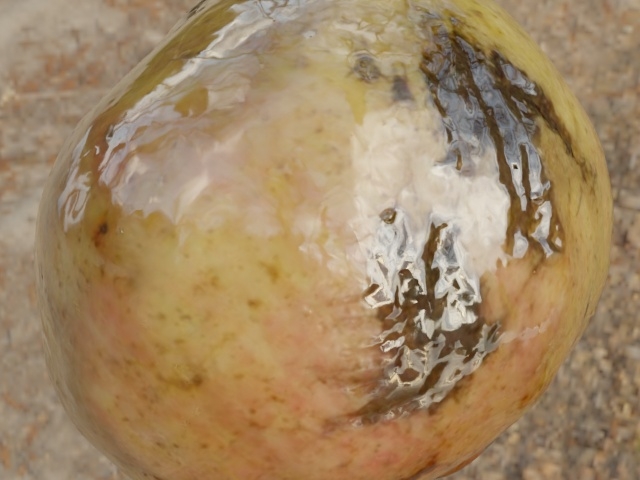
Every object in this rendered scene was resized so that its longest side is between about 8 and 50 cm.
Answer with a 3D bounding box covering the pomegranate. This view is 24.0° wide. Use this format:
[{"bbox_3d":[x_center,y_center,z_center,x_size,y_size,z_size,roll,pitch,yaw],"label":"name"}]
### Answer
[{"bbox_3d":[0.000,0.000,0.796,0.322,0.322,0.322,2,38,-1],"label":"pomegranate"}]
